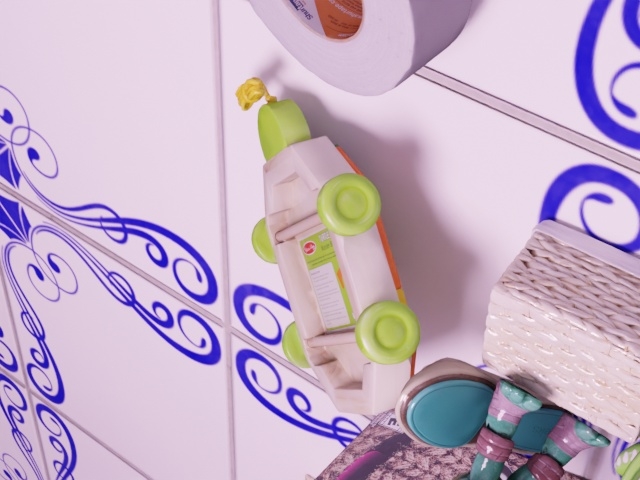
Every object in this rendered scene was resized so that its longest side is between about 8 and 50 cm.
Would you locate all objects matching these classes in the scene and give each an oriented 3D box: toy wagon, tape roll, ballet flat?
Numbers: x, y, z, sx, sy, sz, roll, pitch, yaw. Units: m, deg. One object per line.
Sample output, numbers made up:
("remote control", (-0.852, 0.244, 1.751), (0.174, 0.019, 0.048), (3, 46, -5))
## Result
("toy wagon", (0.000, 0.000, 1.073), (0.267, 0.068, 0.344), (158, 96, -71))
("tape roll", (0.017, -0.228, 0.884), (0.219, 0.072, 0.219), (39, 154, 24))
("ballet flat", (0.141, 0.153, 1.027), (0.248, 0.086, 0.086), (22, 164, -41))

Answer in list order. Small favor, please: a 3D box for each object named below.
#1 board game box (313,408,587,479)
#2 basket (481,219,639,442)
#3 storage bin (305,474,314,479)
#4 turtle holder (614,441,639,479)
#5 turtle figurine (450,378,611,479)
("board game box", (0.129, 0.336, 1.156), (0.291, 0.232, 0.141), (15, 131, 37))
("basket", (0.232, 0.078, 0.935), (0.167, 0.103, 0.113), (27, 138, 27))
("storage bin", (0.046, 0.490, 1.467), (0.262, 0.123, 0.260), (26, 136, 29))
("turtle holder", (0.372, 0.243, 0.807), (0.320, 0.227, 0.243), (-11, 107, 21))
("turtle figurine", (0.146, 0.246, 0.952), (0.175, 0.234, 0.118), (28, 180, -36))
